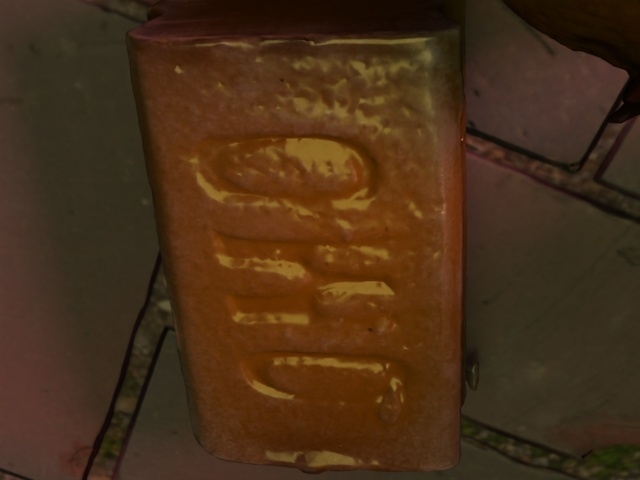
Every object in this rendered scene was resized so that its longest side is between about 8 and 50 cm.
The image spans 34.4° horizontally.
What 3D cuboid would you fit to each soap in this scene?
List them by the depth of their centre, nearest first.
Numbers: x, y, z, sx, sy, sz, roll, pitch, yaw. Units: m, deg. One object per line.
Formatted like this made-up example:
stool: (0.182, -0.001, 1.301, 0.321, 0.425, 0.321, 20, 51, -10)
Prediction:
soap: (0.000, 0.000, 0.578, 0.173, 0.089, 0.274, 1, 121, 10)

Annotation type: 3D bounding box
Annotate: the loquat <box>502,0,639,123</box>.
loquat: (0.157, -0.154, 0.368, 0.244, 0.244, 0.244, 4, 123, 7)
